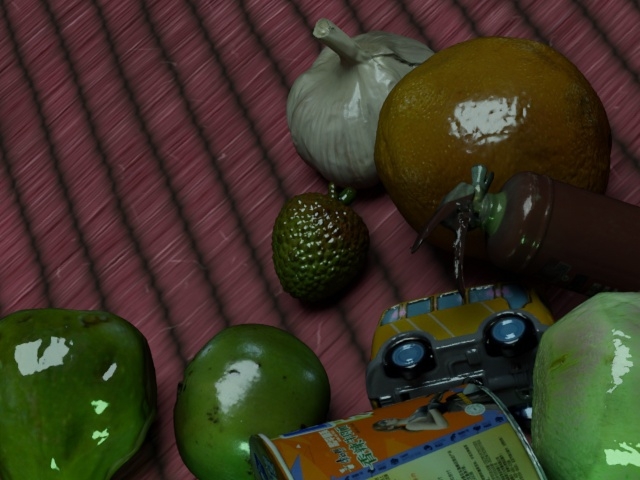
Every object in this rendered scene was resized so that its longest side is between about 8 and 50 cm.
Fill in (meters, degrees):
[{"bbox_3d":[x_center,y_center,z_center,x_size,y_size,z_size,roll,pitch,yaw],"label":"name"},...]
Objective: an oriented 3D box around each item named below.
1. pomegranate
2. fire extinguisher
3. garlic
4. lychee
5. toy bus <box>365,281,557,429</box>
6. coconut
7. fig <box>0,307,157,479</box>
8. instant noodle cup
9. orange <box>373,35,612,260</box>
[{"bbox_3d":[-0.048,0.184,1.817,0.210,0.180,0.180,22,54,1],"label":"pomegranate"},{"bbox_3d":[0.254,0.018,1.770,0.337,0.106,0.147,16,63,-10],"label":"fire extinguisher"},{"bbox_3d":[0.051,-0.188,2.092,0.219,0.212,0.218,-13,45,14],"label":"garlic"},{"bbox_3d":[0.000,0.000,2.004,0.114,0.114,0.146,11,73,30],"label":"lychee"},{"bbox_3d":[0.153,0.118,1.820,0.210,0.126,0.136,-13,36,10],"label":"toy bus"},{"bbox_3d":[0.317,0.152,1.664,0.236,0.204,0.236,7,27,-3],"label":"coconut"},{"bbox_3d":[-0.281,0.210,1.886,0.206,0.206,0.275,-2,70,20],"label":"fig"},{"bbox_3d":[0.087,0.267,1.603,0.214,0.296,0.296,-22,43,-11],"label":"instant noodle cup"},{"bbox_3d":[0.184,-0.101,1.932,0.264,0.264,0.264,-11,45,11],"label":"orange"}]
